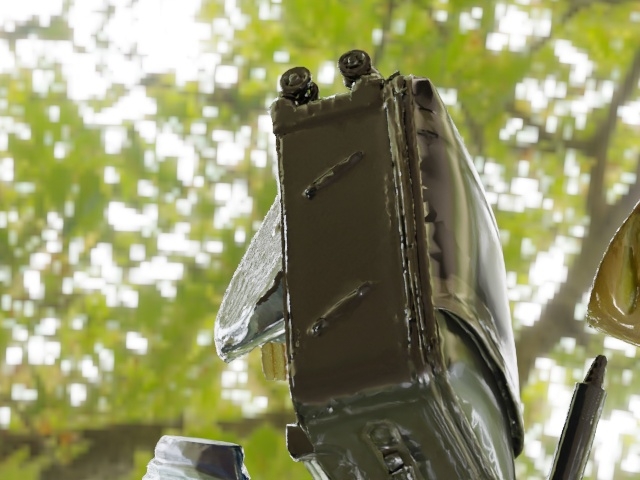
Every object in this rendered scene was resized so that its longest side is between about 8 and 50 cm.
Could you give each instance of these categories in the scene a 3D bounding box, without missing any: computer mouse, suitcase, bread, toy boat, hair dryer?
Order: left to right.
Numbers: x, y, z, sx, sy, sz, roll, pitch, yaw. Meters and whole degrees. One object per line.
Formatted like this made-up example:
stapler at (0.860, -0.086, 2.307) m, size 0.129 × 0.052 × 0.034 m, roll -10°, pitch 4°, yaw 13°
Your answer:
toy boat at (-0.120, 0.292, 1.604) m, size 0.070 × 0.291 × 0.210 m, roll 8°, pitch -160°, yaw -23°
bread at (-0.043, 0.124, 2.314) m, size 0.035 × 0.090 × 0.094 m, roll -7°, pitch 178°, yaw 19°
computer mouse at (0.003, 0.001, 2.187) m, size 0.114 × 0.374 × 0.203 m, roll 37°, pitch 152°, yaw -16°
suitcase at (0.071, 0.056, 1.757) m, size 0.194 × 0.283 × 0.434 m, roll -14°, pitch -133°, yaw 13°
hair dryer at (0.245, 0.227, 1.816) m, size 0.128 × 0.255 × 0.070 m, roll 6°, pitch 160°, yaw 43°
bread at (0.401, 0.033, 1.995) m, size 0.156 × 0.158 × 0.261 m, roll 24°, pitch -150°, yaw 23°
